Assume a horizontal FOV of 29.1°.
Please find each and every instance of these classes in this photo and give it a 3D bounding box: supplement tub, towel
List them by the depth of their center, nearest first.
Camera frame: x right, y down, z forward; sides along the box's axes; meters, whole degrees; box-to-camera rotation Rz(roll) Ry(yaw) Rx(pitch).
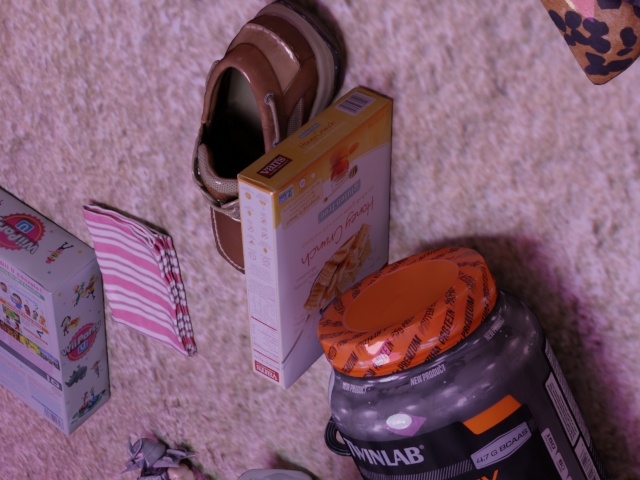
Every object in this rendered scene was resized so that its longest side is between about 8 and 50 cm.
[{"bbox_3d":[0.140,0.189,1.130,0.207,0.207,0.338,-7,116,49],"label":"supplement tub"},{"bbox_3d":[-0.229,0.053,1.546,0.144,0.029,0.197,22,135,34],"label":"towel"}]

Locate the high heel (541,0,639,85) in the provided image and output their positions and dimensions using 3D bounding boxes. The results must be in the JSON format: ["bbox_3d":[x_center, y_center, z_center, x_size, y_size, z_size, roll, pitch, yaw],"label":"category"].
[{"bbox_3d":[0.119,-0.216,0.887,0.261,0.093,0.186,18,128,23],"label":"high heel"}]

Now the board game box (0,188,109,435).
[{"bbox_3d":[-0.406,0.097,1.714,0.224,0.097,0.303,31,141,23],"label":"board game box"}]

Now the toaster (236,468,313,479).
[{"bbox_3d":[-0.059,0.387,1.540,0.129,0.227,0.146,5,131,-3],"label":"toaster"}]

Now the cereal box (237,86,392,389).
[{"bbox_3d":[0.000,0.000,1.140,0.047,0.173,0.240,25,138,28],"label":"cereal box"}]

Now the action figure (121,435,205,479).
[{"bbox_3d":[-0.202,0.400,1.766,0.185,0.099,0.285,-12,108,60],"label":"action figure"}]

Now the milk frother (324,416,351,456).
[{"bbox_3d":[0.070,0.268,1.382,0.143,0.129,0.134,-102,13,-45],"label":"milk frother"}]

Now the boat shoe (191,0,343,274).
[{"bbox_3d":[-0.074,-0.083,1.187,0.123,0.120,0.324,35,141,20],"label":"boat shoe"}]
